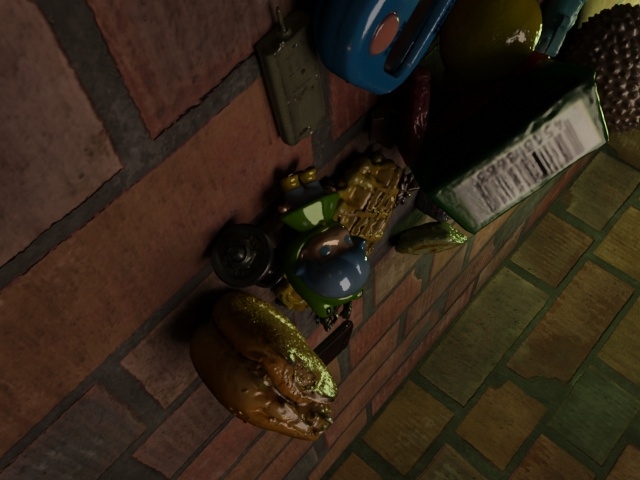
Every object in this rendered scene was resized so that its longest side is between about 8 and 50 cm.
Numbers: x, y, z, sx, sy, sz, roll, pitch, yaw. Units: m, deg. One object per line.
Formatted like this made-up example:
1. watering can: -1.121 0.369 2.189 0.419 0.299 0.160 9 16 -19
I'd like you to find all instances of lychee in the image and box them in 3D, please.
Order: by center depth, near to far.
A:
1. lychee: 0.943 -0.545 2.076 0.380 0.380 0.432 -52 132 -3

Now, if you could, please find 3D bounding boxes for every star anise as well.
1. star anise: 0.206 -0.130 1.602 0.129 0.056 0.124 -27 145 -18

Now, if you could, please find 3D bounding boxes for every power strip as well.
1. power strip: -0.041 -0.247 0.980 0.092 0.034 0.268 -46 157 -16

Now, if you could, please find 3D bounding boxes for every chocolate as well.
1. chocolate: 0.357 -0.208 1.321 0.360 0.161 0.341 -36 -160 12

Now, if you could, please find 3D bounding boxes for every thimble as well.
1. thimble: 0.346 -0.129 1.840 0.150 0.098 0.150 -42 154 -26

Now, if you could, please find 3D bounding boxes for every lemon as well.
1. lemon: 0.329 -0.403 1.289 0.184 0.184 0.248 -17 143 -56

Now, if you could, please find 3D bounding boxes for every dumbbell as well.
1. dumbbell: -0.115 0.042 1.183 0.110 0.110 0.254 -53 164 -2

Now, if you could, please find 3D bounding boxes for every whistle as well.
1. whistle: 0.621 -0.579 1.732 0.186 0.093 0.274 -68 -176 -58

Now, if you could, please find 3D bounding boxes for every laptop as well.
1. laptop: 0.017 0.342 1.982 0.207 0.026 0.154 -38 155 -31

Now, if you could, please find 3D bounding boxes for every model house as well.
1. model house: 0.124 -0.223 1.315 0.058 0.057 0.083 -47 159 -32

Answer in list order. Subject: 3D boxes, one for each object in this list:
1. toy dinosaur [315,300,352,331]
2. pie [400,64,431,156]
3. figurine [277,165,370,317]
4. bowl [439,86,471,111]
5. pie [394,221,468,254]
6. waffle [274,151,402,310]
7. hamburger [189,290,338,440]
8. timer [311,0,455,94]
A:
1. toy dinosaur: 0.037 0.141 1.733 0.187 0.087 0.179 -50 -160 35
2. pie: 0.185 -0.255 1.296 0.182 0.049 0.182 5 90 -89
3. figurine: 0.000 0.000 1.175 0.162 0.263 0.143 -27 -170 -39
4. bowl: 0.399 -0.282 1.596 0.289 0.146 0.289 -6 129 -8
5. pie: 0.315 -0.010 1.890 0.248 0.201 0.090 -14 98 -67
6. waffle: 0.047 -0.011 1.442 0.379 0.095 0.382 -44 158 -25
7. hamburger: -0.098 0.239 1.214 0.290 0.314 0.170 36 94 -35
8. timer: 0.124 -0.388 0.966 0.340 0.115 0.309 -60 163 16
